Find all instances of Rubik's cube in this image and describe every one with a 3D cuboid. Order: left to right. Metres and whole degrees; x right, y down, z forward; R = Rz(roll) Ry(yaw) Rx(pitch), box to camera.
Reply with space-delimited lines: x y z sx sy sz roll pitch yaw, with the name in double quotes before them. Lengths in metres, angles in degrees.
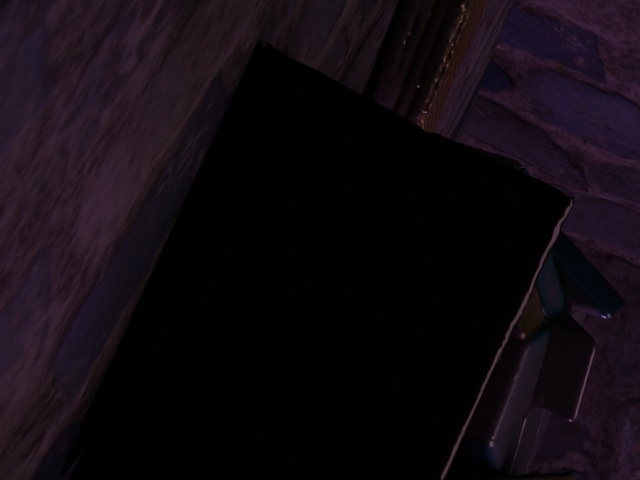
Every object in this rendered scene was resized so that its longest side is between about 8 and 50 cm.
"Rubik's cube" 0.103 0.078 1.976 0.387 0.358 0.368 73 38 -65

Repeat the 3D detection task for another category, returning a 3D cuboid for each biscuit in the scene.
"biscuit" 0.097 -0.165 2.171 0.144 0.078 0.426 -56 169 -54

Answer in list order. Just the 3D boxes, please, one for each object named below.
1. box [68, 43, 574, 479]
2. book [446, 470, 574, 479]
"box" 0.010 0.066 1.468 0.345 0.251 0.204 -65 175 5
"book" 0.022 0.303 1.977 0.300 0.428 0.039 103 -17 -65
